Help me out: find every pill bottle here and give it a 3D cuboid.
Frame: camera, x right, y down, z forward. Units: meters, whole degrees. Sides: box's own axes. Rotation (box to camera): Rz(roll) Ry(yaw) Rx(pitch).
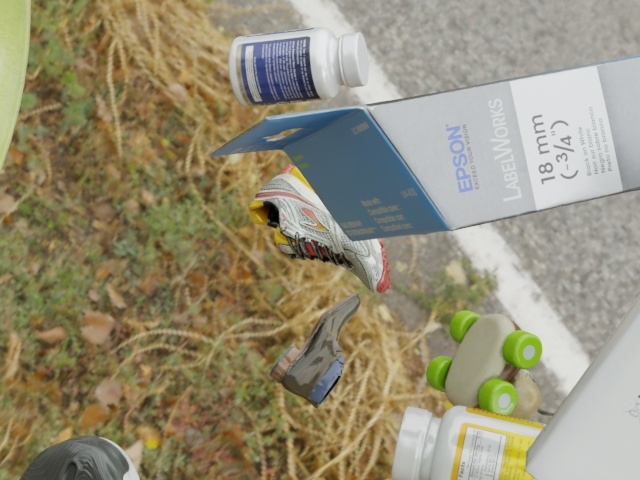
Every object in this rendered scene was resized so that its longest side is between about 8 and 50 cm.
[{"bbox_3d":[-0.026,-0.228,1.291,0.094,0.169,0.094,-3,90,-74],"label":"pill bottle"},{"bbox_3d":[0.192,0.256,1.136,0.208,0.117,0.117,11,40,11],"label":"pill bottle"}]

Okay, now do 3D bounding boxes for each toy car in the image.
[{"bbox_3d":[0.280,0.206,1.440,0.188,0.155,0.149,32,83,-29],"label":"toy car"}]

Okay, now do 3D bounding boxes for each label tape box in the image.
[{"bbox_3d":[0.100,-0.062,0.803,0.334,0.240,0.105,-12,92,-15],"label":"label tape box"}]

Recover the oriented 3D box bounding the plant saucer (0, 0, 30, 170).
[{"bbox_3d":[-0.183,-0.091,0.374,0.037,0.241,0.241,7,41,10],"label":"plant saucer"}]

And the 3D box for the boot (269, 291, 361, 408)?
[{"bbox_3d":[0.021,0.198,1.774,0.106,0.082,0.219,41,77,14],"label":"boot"}]

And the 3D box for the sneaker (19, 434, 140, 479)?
[{"bbox_3d":[-0.214,0.385,1.097,0.169,0.447,0.257,9,18,20],"label":"sneaker"}]

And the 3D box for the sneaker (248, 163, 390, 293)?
[{"bbox_3d":[0.000,0.000,1.182,0.093,0.088,0.225,-35,49,-20],"label":"sneaker"}]

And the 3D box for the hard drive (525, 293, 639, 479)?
[{"bbox_3d":[0.308,0.089,0.673,0.203,0.307,0.040,30,21,2],"label":"hard drive"}]
